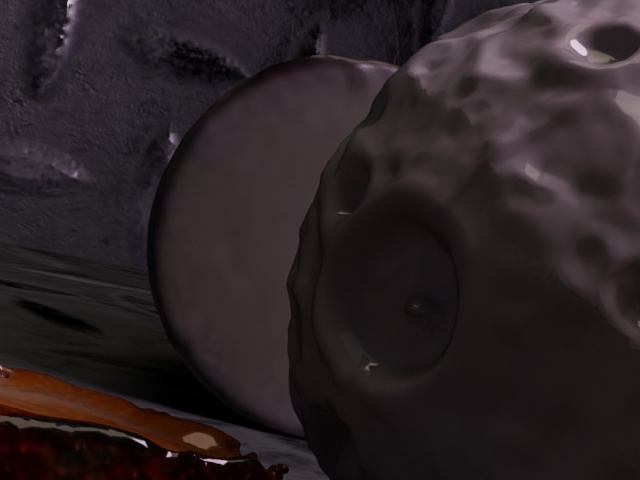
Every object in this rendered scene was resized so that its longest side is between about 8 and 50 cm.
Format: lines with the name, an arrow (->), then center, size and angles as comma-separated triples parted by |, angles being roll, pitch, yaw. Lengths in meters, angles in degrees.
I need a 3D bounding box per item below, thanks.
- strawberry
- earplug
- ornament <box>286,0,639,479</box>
strawberry -> -0.121, 0.105, 0.664 | 0.192, 0.085, 0.140 | 13, 0, -26
earplug -> 0.000, 0.000, 1.398 | 0.312, 0.313, 0.394 | 13, 1, -6
ornament -> 0.141, 0.041, 0.744 | 0.337, 0.337, 0.337 | 13, 2, 0
